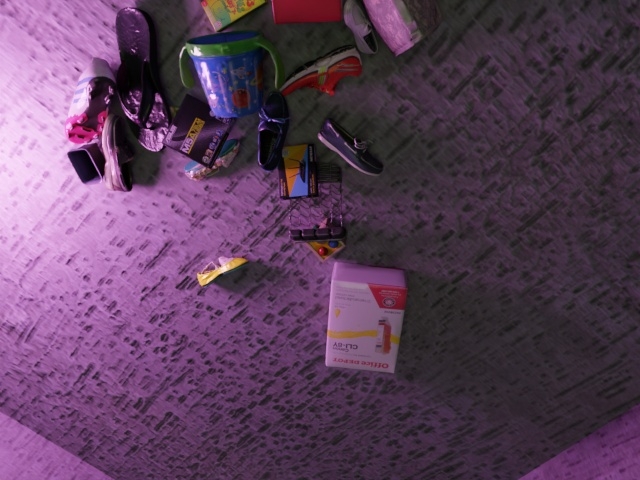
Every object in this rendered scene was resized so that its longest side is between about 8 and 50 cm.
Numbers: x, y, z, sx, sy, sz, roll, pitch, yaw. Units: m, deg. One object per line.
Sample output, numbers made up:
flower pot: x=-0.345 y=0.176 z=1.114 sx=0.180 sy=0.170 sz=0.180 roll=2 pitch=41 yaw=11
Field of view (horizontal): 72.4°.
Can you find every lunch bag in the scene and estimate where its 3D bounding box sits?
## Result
lunch bag: x=0.213 y=-0.649 z=1.195 sx=0.168 sy=0.287 sz=0.235 roll=-32 pitch=106 yaw=18

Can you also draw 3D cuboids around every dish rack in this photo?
dish rack: x=-0.014 y=-0.134 z=1.528 sx=0.207 sy=0.074 sz=0.272 roll=-2 pitch=81 yaw=7

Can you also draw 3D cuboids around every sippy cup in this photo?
sippy cup: x=-0.275 y=-0.511 z=1.355 sx=0.239 sy=0.305 sz=0.224 roll=-24 pitch=128 yaw=-27

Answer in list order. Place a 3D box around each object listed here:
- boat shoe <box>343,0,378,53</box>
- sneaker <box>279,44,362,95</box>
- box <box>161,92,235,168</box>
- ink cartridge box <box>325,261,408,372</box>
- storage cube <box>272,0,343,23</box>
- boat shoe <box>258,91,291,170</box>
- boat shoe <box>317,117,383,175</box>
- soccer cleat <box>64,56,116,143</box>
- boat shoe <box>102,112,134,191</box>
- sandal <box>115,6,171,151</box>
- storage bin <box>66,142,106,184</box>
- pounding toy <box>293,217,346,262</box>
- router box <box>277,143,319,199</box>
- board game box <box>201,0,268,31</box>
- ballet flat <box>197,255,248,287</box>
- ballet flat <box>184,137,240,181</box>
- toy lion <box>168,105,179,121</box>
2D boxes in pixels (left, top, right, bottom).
boat shoe: x=0.124 y=-0.622 z=1.284 sx=0.066 sy=0.063 sz=0.184 roll=-50 pitch=147 yaw=-11
sneaker: x=0.000 y=-0.508 z=1.382 sx=0.278 sy=0.107 sz=0.119 roll=-19 pitch=119 yaw=16
box: x=-0.408 y=-0.365 z=1.467 sx=0.184 sy=0.045 sz=0.191 roll=28 pitch=91 yaw=1
ink cartridge box: x=0.170 y=0.299 z=1.675 sx=0.278 sy=0.160 sz=0.386 roll=5 pitch=114 yaw=4
storage cube: x=-0.033 y=-0.731 z=1.222 sx=0.192 sy=0.184 sz=0.215 roll=0 pitch=130 yaw=6
boat shoe: x=-0.153 y=-0.359 z=1.436 sx=0.108 sy=0.089 sz=0.259 roll=2 pitch=94 yaw=11
boat shoe: x=0.112 y=-0.312 z=1.459 sx=0.254 sy=0.095 sz=0.079 roll=37 pitch=124 yaw=0
soccer cleat: x=-0.782 y=-0.471 z=1.490 sx=0.331 sy=0.115 sz=0.143 roll=-39 pitch=60 yaw=35
boat shoe: x=-0.709 y=-0.303 z=1.550 sx=0.092 sy=0.103 sz=0.286 roll=11 pitch=118 yaw=-4
sandal: x=-0.604 y=-0.511 z=1.427 sx=0.167 sy=0.107 sz=0.447 roll=3 pitch=112 yaw=19
storage bin: x=-0.827 y=-0.280 z=1.565 sx=0.098 sy=0.091 sz=0.135 roll=-7 pitch=124 yaw=9
pounding toy: x=0.000 y=0.000 z=1.598 sx=0.130 sy=0.100 sz=0.141 roll=-38 pitch=104 yaw=19
router box: x=-0.077 y=-0.232 z=1.492 sx=0.133 sy=0.046 sz=0.179 roll=-5 pitch=81 yaw=9
board game box: x=-0.264 y=-0.730 z=1.344 sx=0.181 sy=0.043 sz=0.092 roll=-23 pitch=109 yaw=15
ballet flat: x=-0.389 y=0.108 z=1.707 sx=0.230 sy=0.077 sz=0.077 roll=-28 pitch=91 yaw=19
ballet flat: x=-0.369 y=-0.281 z=1.541 sx=0.240 sy=0.091 sz=0.077 roll=-22 pitch=140 yaw=19
toy lion: x=-0.480 y=-0.408 z=1.516 sx=0.095 sy=0.034 sz=0.100 roll=11 pitch=114 yaw=-6
